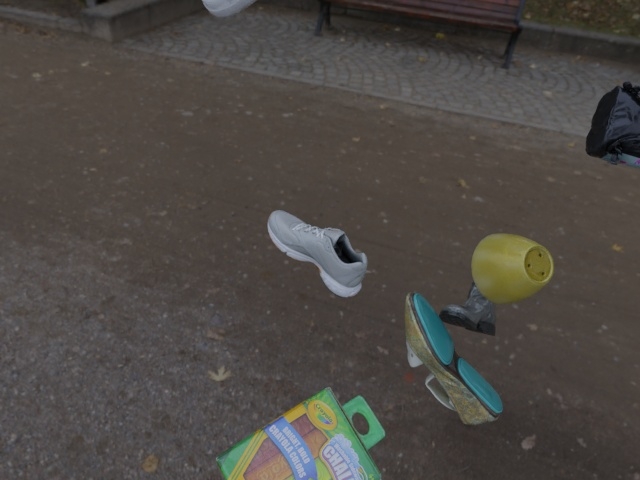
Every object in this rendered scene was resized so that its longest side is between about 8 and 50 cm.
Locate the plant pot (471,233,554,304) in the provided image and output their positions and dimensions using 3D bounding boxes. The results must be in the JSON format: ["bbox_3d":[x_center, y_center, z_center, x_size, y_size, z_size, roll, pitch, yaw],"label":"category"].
[{"bbox_3d":[0.356,0.048,0.863,0.134,0.134,0.095,-10,-3,-22],"label":"plant pot"}]

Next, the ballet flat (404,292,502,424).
[{"bbox_3d":[0.267,0.278,1.084,0.348,0.123,0.123,52,42,-6],"label":"ballet flat"}]

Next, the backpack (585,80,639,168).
[{"bbox_3d":[0.620,-0.206,0.927,0.182,0.152,0.115,16,7,-3],"label":"backpack"}]

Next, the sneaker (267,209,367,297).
[{"bbox_3d":[0.000,0.000,1.050,0.262,0.121,0.099,37,46,13],"label":"sneaker"}]

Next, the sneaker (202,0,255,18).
[{"bbox_3d":[-0.101,-0.445,0.645,0.108,0.292,0.169,59,25,14],"label":"sneaker"}]

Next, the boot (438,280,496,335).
[{"bbox_3d":[0.376,0.139,1.187,0.083,0.161,0.246,6,-12,42],"label":"boot"}]

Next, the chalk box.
[{"bbox_3d":[-0.011,0.289,0.640,0.213,0.132,0.132,-29,71,-18],"label":"chalk box"}]
